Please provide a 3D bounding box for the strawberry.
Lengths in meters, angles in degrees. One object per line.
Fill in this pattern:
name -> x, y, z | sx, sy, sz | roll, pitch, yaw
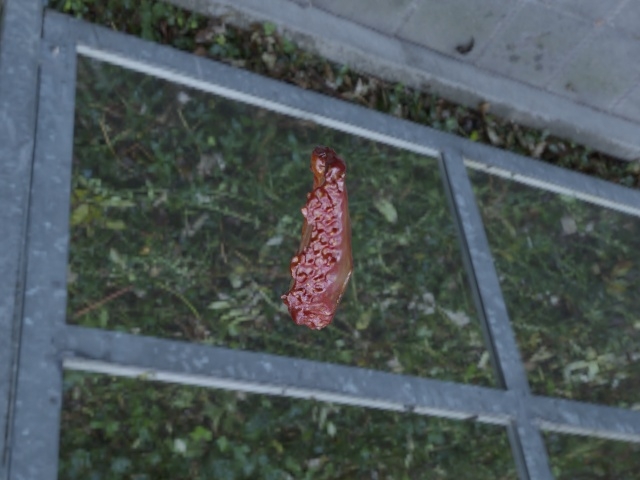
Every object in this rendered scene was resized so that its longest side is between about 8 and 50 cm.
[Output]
strawberry -> 0.003, 0.001, 0.665 | 0.048, 0.103, 0.152 | 12, 134, -4
